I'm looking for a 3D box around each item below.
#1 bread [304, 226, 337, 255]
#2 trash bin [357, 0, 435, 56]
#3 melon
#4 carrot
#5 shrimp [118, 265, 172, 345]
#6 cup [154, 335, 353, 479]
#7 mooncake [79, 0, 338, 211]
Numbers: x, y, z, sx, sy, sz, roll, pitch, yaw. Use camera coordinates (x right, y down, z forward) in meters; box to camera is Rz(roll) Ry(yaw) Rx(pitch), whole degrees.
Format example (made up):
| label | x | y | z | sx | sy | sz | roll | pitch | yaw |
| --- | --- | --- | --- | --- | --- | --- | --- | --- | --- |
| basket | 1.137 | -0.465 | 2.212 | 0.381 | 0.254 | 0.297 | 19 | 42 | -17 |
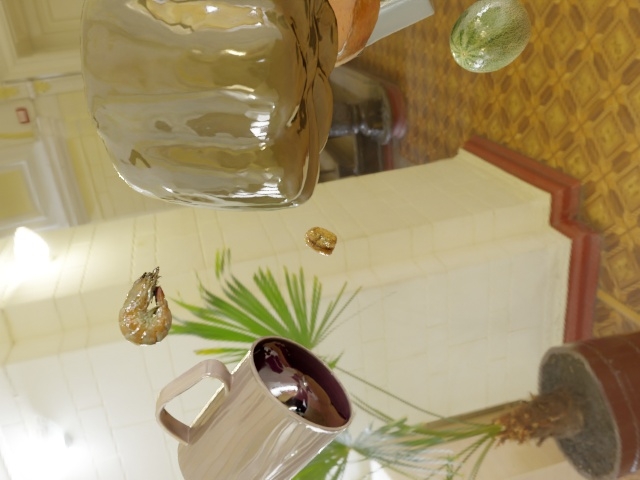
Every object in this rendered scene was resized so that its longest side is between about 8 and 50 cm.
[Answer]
| label | x | y | z | sx | sy | sz | roll | pitch | yaw |
| --- | --- | --- | --- | --- | --- | --- | --- | --- | --- |
| bread | 0.000 | 0.000 | 1.378 | 0.046 | 0.081 | 0.083 | -60 | 31 | 20 |
| trash bin | 0.119 | -0.581 | 1.418 | 0.219 | 0.250 | 0.219 | 2 | -107 | -69 |
| melon | 0.335 | -0.404 | 1.179 | 0.139 | 0.192 | 0.139 | 36 | 148 | 27 |
| carrot | -0.021 | -0.485 | 1.170 | 0.100 | 0.259 | 0.307 | -42 | -61 | -59 |
| shrimp | -0.341 | 0.128 | 1.195 | 0.042 | 0.101 | 0.190 | 122 | 156 | -43 |
| cup | -0.124 | 0.326 | 1.067 | 0.273 | 0.288 | 0.208 | -50 | 52 | 19 |
| mooncake | -0.087 | -0.212 | 0.680 | 0.378 | 0.201 | 0.378 | 10 | -90 | -82 |
